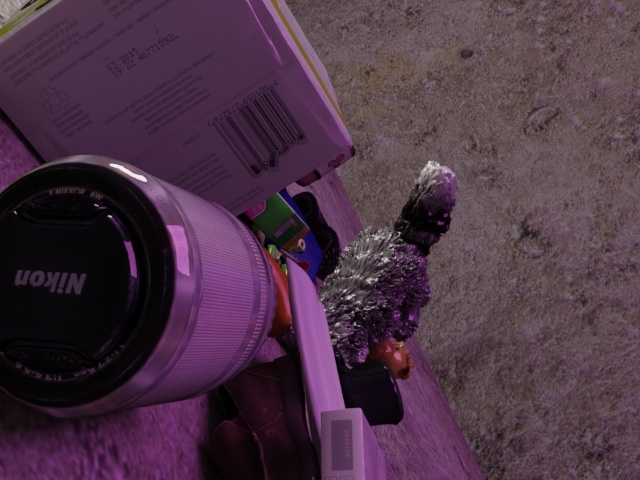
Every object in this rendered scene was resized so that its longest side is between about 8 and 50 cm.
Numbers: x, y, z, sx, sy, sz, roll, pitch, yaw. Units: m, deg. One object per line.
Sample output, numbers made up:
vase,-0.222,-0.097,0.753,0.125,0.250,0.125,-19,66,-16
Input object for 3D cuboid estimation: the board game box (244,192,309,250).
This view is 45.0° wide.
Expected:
board game box,-0.158,-0.126,1.407,0.316,0.064,0.242,47,0,9

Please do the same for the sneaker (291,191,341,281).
sneaker,0.000,0.000,2.077,0.130,0.109,0.286,58,11,-53

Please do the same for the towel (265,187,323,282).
towel,-0.106,-0.045,1.776,0.308,0.076,0.227,60,17,-12

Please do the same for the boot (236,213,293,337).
boot,-0.162,0.017,1.282,0.211,0.104,0.295,37,21,-54

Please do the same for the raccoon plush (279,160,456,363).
raccoon plush,0.074,0.058,1.500,0.216,0.446,0.299,23,25,26

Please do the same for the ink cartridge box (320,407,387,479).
ink cartridge box,0.045,0.317,0.910,0.224,0.056,0.180,71,16,-59

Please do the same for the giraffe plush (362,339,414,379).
giraffe plush,0.111,0.276,1.682,0.210,0.171,0.181,49,16,-51

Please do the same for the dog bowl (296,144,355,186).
dog bowl,-0.112,-0.294,1.855,0.408,0.150,0.408,42,-1,1

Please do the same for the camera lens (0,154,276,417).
camera lens,-0.177,0.049,0.738,0.219,0.219,0.274,64,10,14

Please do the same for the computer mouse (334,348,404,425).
computer mouse,0.059,0.263,1.140,0.262,0.060,0.184,166,-90,-74

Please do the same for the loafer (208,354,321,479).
loafer,-0.071,0.285,0.953,0.366,0.130,0.133,-109,-166,-65

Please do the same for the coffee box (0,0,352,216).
coffee box,-0.197,-0.237,1.058,0.338,0.338,0.334,55,11,-29

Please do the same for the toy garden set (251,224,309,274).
toy garden set,-0.067,0.042,1.591,0.244,0.049,0.203,52,34,-42

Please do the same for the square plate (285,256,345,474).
square plate,0.005,0.251,1.146,0.344,0.049,0.347,85,-6,-56
